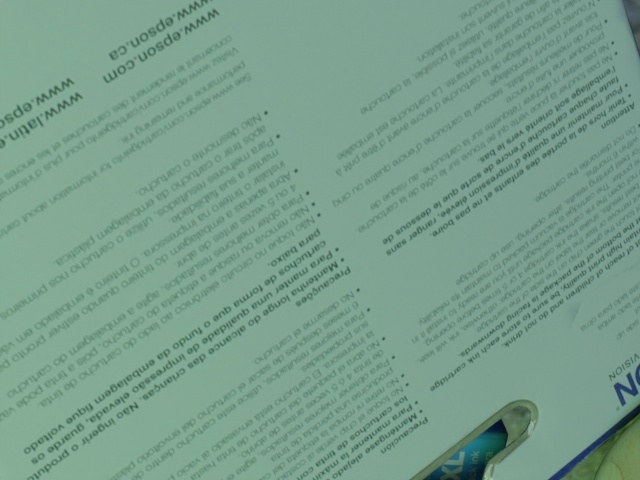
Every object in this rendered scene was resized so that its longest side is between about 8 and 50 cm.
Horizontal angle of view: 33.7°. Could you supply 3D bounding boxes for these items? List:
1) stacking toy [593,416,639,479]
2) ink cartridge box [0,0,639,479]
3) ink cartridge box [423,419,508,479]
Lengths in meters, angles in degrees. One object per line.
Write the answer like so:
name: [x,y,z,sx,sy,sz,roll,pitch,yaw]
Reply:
stacking toy: [0.241,0.203,0.591,0.141,0.141,0.330,-26,144,7]
ink cartridge box: [0.000,0.000,0.447,0.324,0.071,0.330,-34,119,-14]
ink cartridge box: [-0.017,0.099,0.579,0.203,0.148,0.086,5,111,-7]
